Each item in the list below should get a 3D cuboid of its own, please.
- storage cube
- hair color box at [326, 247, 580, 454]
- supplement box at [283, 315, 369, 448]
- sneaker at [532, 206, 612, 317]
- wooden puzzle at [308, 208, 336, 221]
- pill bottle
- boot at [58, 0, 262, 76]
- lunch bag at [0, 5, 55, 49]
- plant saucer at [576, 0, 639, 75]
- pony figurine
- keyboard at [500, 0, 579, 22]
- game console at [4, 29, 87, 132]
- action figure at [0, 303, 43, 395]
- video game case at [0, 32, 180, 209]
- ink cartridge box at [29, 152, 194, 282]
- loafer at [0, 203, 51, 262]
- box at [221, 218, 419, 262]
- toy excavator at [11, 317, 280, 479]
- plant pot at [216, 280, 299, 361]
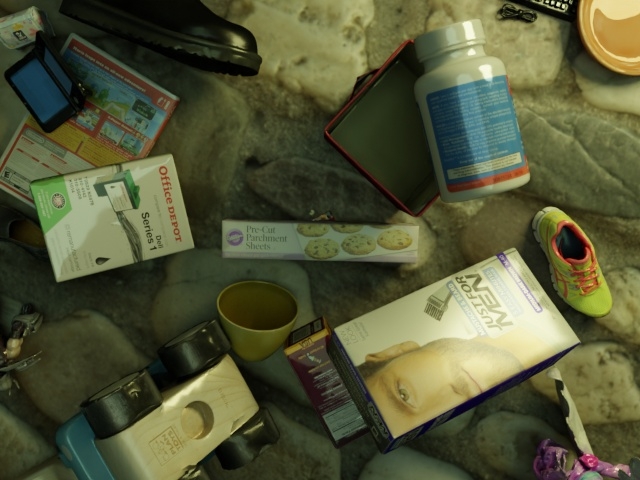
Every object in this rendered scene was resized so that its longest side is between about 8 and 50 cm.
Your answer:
[{"bbox_3d":[0.130,-0.169,1.086,0.215,0.193,0.184,43,94,-4],"label":"storage cube"},{"bbox_3d":[0.202,0.164,1.081,0.338,0.110,0.185,-23,66,-17],"label":"hair color box"},{"bbox_3d":[0.016,0.235,1.171,0.080,0.104,0.188,-28,96,1],"label":"supplement box"},{"bbox_3d":[0.425,0.044,1.161,0.081,0.094,0.208,-34,97,1],"label":"sneaker"},{"bbox_3d":[0.007,-0.018,1.193,0.049,0.006,0.083,-27,96,2],"label":"wooden puzzle"},{"bbox_3d":[0.194,-0.170,0.927,0.124,0.124,0.222,-15,97,1],"label":"pill bottle"},{"bbox_3d":[-0.220,-0.421,1.075,0.348,0.131,0.260,21,96,3],"label":"boot"},{"bbox_3d":[-0.475,-0.338,1.115,0.071,0.083,0.053,-20,96,1],"label":"lunch bag"},{"bbox_3d":[0.513,-0.370,1.143,0.200,0.037,0.200,0,98,-3],"label":"plant saucer"},{"bbox_3d":[0.439,0.416,1.140,0.363,0.303,0.351,-36,127,0],"label":"pony figurine"},{"bbox_3d":[0.342,-0.412,1.148,0.180,0.023,0.108,19,96,-2],"label":"keyboard"},{"bbox_3d":[-0.438,-0.250,1.108,0.071,0.107,0.122,-38,96,-25],"label":"game console"},{"bbox_3d":[-0.568,0.129,1.162,0.185,0.099,0.285,-20,100,-6],"label":"action figure"},{"bbox_3d":[-0.393,-0.168,1.163,0.204,0.025,0.285,31,95,-3],"label":"video game case"},{"bbox_3d":[-0.326,-0.041,1.112,0.219,0.092,0.160,-15,101,-15],"label":"ink cartridge box"},{"bbox_3d":[-0.504,-0.024,1.151,0.170,0.061,0.062,26,70,-7],"label":"loafer"},{"bbox_3d":[0.000,0.000,1.159,0.324,0.063,0.067,2,95,-1],"label":"box"},{"bbox_3d":[-0.351,0.350,1.134,0.433,0.445,0.222,-34,96,-41],"label":"toy excavator"},{"bbox_3d":[-0.108,0.144,1.158,0.134,0.134,0.095,9,121,-2],"label":"plant pot"}]
